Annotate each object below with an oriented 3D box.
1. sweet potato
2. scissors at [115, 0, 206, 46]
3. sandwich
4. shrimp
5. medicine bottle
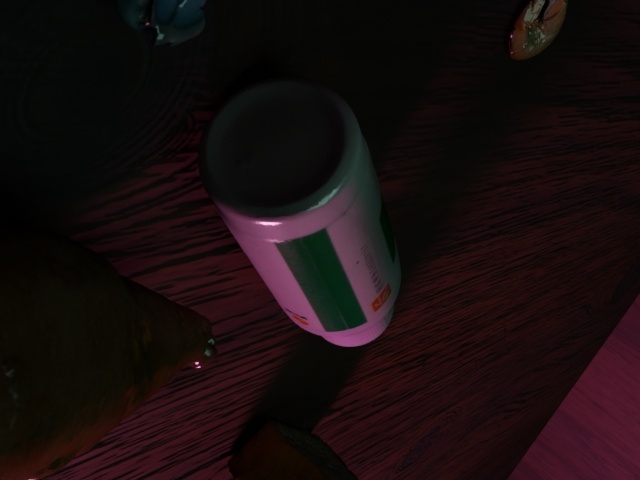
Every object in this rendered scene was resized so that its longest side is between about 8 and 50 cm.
[{"bbox_3d":[-0.142,0.047,0.392,0.337,0.131,0.131,-8,132,-58],"label":"sweet potato"},{"bbox_3d":[0.026,-0.251,0.369,0.393,0.032,0.180,-57,155,12],"label":"scissors"},{"bbox_3d":[0.024,0.263,0.881,0.065,0.215,0.186,-50,154,-2],"label":"sandwich"},{"bbox_3d":[0.173,-0.183,0.741,0.059,0.023,0.108,-34,152,-16],"label":"shrimp"},{"bbox_3d":[0.000,0.000,0.608,0.095,0.095,0.260,-46,155,-11],"label":"medicine bottle"}]
